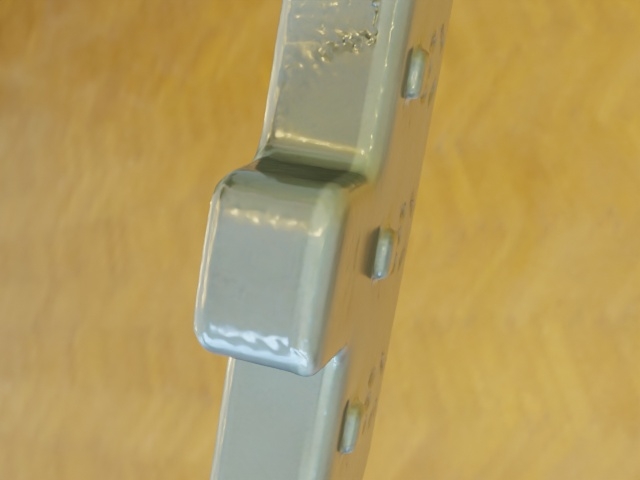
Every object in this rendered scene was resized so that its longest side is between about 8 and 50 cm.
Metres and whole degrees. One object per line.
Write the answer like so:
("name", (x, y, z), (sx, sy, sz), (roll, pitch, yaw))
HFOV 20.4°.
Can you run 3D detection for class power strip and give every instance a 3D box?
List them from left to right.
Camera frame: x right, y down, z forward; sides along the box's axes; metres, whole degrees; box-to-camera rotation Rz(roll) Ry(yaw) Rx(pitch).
("power strip", (0.001, 0.000, 0.717), (0.193, 0.059, 0.265), (-35, -44, -75))
